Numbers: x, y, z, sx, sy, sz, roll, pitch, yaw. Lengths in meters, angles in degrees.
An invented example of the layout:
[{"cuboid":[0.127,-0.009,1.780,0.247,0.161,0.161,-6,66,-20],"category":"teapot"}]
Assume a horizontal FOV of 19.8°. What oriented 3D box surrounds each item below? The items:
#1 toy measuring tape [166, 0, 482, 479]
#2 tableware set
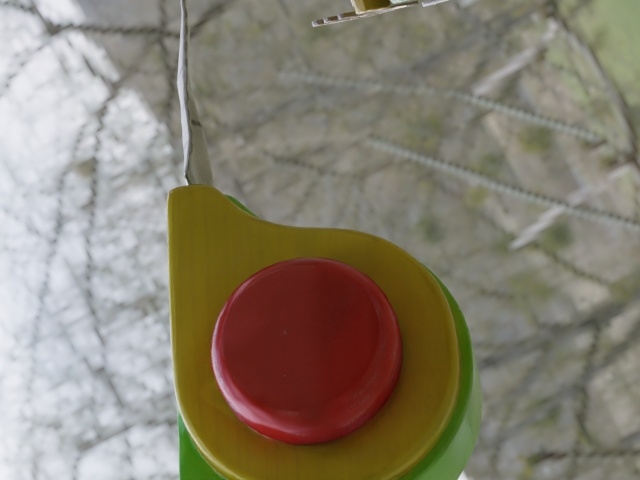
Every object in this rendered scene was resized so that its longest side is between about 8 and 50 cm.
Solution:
[{"cuboid":[0.000,0.000,0.720,0.121,0.121,0.330,46,-145,-57],"category":"toy measuring tape"},{"cuboid":[0.077,-0.130,0.875,0.104,0.154,0.024,-4,98,60],"category":"tableware set"}]
